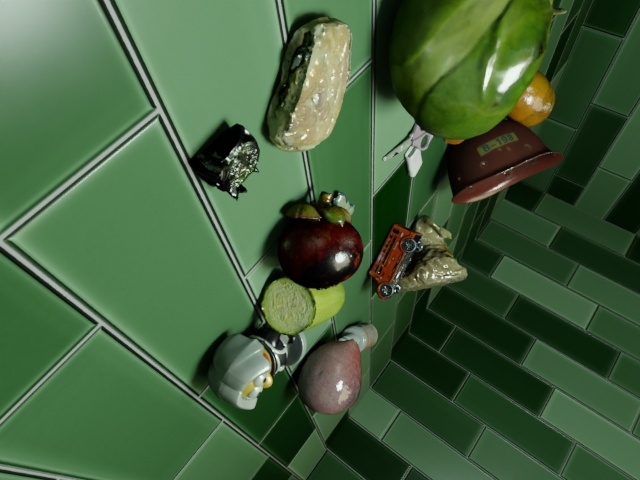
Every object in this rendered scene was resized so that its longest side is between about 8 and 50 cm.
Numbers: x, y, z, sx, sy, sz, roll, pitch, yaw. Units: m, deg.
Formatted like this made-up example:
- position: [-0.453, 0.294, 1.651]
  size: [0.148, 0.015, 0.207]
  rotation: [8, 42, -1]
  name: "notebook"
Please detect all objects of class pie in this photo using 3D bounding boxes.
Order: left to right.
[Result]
- position: [-0.004, -0.240, 0.770]
  size: [0.185, 0.052, 0.218]
  rotation: [-15, 130, -57]
  name: "pie"

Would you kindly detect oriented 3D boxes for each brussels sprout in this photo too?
- position: [0.284, -0.376, 0.900]
  size: [0.315, 0.276, 0.370]
  rotation: [-25, 140, -59]
  name: "brussels sprout"

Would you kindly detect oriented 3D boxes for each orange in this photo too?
- position: [0.688, -0.499, 1.632]
  size: [0.171, 0.240, 0.240]
  rotation: [-48, 162, 20]
  name: "orange"

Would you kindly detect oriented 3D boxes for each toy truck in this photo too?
- position: [0.247, 0.074, 1.615]
  size: [0.108, 0.114, 0.252]
  rotation: [0, 118, -65]
  name: "toy truck"

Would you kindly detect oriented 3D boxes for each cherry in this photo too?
- position: [0.031, 0.436, 1.547]
  size: [0.239, 0.206, 0.238]
  rotation: [-6, 90, -68]
  name: "cherry"

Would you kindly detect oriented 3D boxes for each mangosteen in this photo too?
- position: [0.000, 0.000, 0.965]
  size: [0.200, 0.200, 0.199]
  rotation: [-45, 154, -29]
  name: "mangosteen"

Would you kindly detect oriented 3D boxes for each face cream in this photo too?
- position: [0.128, 0.364, 1.759]
  size: [0.101, 0.101, 0.252]
  rotation: [-62, 157, 10]
  name: "face cream"

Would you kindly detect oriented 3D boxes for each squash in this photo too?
- position: [-0.022, 0.133, 1.117]
  size: [0.132, 0.133, 0.247]
  rotation: [-64, 161, 13]
  name: "squash"

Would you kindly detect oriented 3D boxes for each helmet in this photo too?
- position: [0.593, -0.299, 1.644]
  size: [0.385, 0.229, 0.337]
  rotation: [-23, 167, 8]
  name: "helmet"

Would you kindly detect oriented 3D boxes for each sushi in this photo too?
- position: [-0.127, -0.112, 0.683]
  size: [0.083, 0.056, 0.084]
  rotation: [-60, 158, -15]
  name: "sushi"

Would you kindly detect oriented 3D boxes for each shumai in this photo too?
- position: [0.359, 0.051, 1.767]
  size: [0.267, 0.315, 0.262]
  rotation: [22, 55, -66]
  name: "shumai"

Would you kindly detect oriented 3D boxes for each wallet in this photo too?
- position: [0.271, -0.235, 1.382]
  size: [0.061, 0.025, 0.122]
  rotation: [-54, 157, -6]
  name: "wallet"

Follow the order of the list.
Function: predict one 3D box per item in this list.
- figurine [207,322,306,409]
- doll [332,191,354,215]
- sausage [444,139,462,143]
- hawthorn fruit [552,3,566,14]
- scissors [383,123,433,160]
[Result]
- position: [-0.143, 0.269, 1.040]
  size: [0.236, 0.133, 0.175]
  rotation: [-18, 133, -62]
  name: "figurine"
- position: [0.053, -0.083, 1.122]
  size: [0.037, 0.027, 0.125]
  rotation: [-50, 158, 0]
  name: "doll"
- position: [0.412, -0.399, 1.365]
  size: [0.105, 0.105, 0.274]
  rotation: [-42, 152, -34]
  name: "sausage"
- position: [0.429, -0.504, 1.079]
  size: [0.200, 0.251, 0.199]
  rotation: [-12, 112, -32]
  name: "hawthorn fruit"
- position: [0.235, -0.259, 1.265]
  size: [0.212, 0.021, 0.110]
  rotation: [-39, 134, -32]
  name: "scissors"
